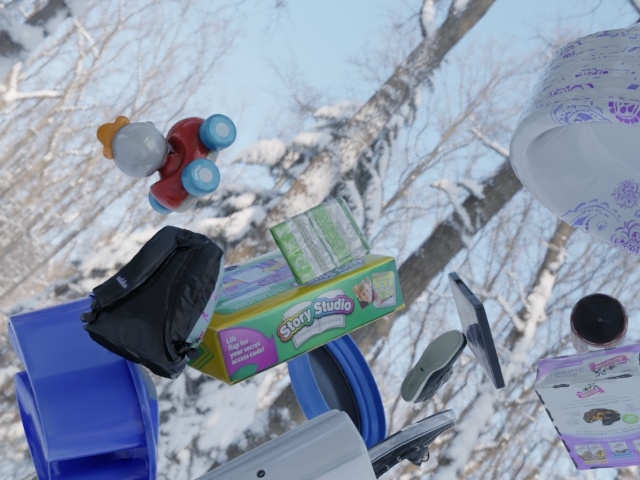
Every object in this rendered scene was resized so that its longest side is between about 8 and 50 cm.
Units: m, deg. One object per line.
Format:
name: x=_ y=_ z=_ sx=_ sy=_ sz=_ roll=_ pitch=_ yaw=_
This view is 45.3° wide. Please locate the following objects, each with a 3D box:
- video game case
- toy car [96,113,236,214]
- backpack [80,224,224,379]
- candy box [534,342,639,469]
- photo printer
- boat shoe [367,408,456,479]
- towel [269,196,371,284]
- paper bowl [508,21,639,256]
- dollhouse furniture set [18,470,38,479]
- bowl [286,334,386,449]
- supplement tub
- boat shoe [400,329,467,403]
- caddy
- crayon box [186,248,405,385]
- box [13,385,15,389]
video game case: x=0.352 y=0.197 z=1.752 sx=0.274 sy=0.026 sz=0.196 roll=-106 pitch=179 yaw=-77
toy car: x=-0.336 y=-0.191 z=1.570 sx=0.238 sy=0.210 sz=0.219 roll=28 pitch=-24 yaw=-27
backpack: x=-0.201 y=0.072 z=0.989 sx=0.152 sy=0.182 sz=0.115 roll=29 pitch=-26 yaw=-3
candy box: x=0.449 y=0.263 z=1.195 sx=0.165 sy=0.070 sz=0.196 roll=-15 pitch=-61 yaw=31
photo printer: x=-0.065 y=0.385 z=1.005 sx=0.107 sy=0.308 sz=0.256 roll=52 pitch=-16 yaw=52
boat shoe: x=0.171 y=0.406 z=1.486 sx=0.076 sy=0.228 sz=0.080 roll=61 pitch=2 yaw=10
towel: x=0.000 y=0.000 z=1.284 sx=0.113 sy=0.152 sz=0.023 roll=61 pitch=-28 yaw=8
paper bowl: x=0.334 y=-0.095 z=0.713 sx=0.284 sy=0.148 sz=0.284 roll=27 pitch=-12 yaw=6
dollhouse furniture set: x=-0.603 y=0.739 z=1.692 sx=0.362 sy=0.256 sz=0.394 roll=-32 pitch=-85 yaw=29
bowl: x=0.041 y=0.381 z=2.012 sx=0.077 sy=0.391 sz=0.391 roll=-30 pitch=-61 yaw=18
supplement tub: x=0.543 y=0.177 z=1.499 sx=0.106 sy=0.106 sz=0.198 roll=29 pitch=-9 yaw=26
boat shoe: x=0.293 y=0.316 z=1.913 sx=0.079 sy=0.233 sz=0.084 roll=21 pitch=25 yaw=-29
caddy: x=-0.327 y=0.225 z=1.099 sx=0.341 sy=0.179 sz=0.241 roll=47 pitch=-43 yaw=45
crayon box: x=-0.091 y=0.114 z=1.355 sx=0.313 sy=0.363 sz=0.106 roll=9 pitch=-66 yaw=54
box: x=-0.433 y=0.303 z=1.375 sx=0.232 sy=0.127 sz=0.148 roll=-2 pitch=-65 yaw=55
